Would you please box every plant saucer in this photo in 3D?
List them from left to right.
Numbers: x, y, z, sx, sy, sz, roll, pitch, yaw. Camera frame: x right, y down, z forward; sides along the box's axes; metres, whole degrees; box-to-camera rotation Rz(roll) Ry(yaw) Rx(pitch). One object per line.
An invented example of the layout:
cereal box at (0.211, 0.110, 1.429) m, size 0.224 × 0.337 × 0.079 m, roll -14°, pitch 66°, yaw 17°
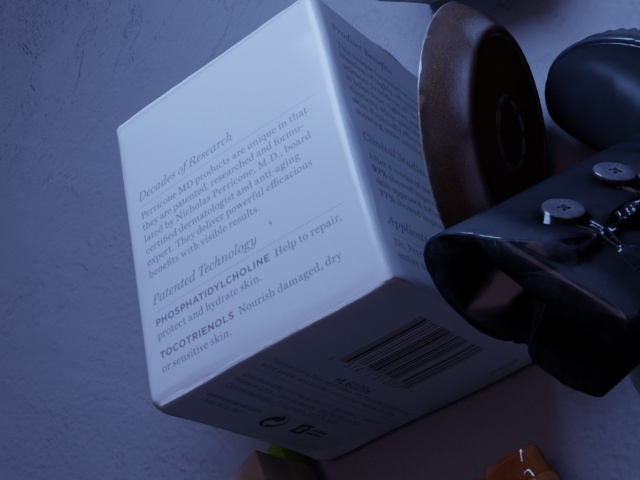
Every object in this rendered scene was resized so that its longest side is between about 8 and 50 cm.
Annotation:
plant saucer at (0.195, -0.117, 1.292) m, size 0.050 × 0.310 × 0.310 m, roll -6°, pitch 67°, yaw 28°

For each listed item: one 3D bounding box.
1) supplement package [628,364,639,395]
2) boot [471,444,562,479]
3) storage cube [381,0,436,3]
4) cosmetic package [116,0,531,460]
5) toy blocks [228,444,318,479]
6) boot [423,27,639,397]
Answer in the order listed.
supplement package at (0.467, 0.119, 1.061) m, size 0.293 × 0.177 × 0.175 m, roll -38°, pitch 51°, yaw 19°
boot at (0.269, 0.311, 1.195) m, size 0.283 × 0.109 × 0.220 m, roll -39°, pitch 47°, yaw 27°
storage cube at (0.153, -0.435, 1.505) m, size 0.184 × 0.215 × 0.193 m, roll -20°, pitch 88°, yaw 29°
cosmetic package at (0.000, 0.000, 1.376) m, size 0.327 × 0.329 × 0.393 m, roll -31°, pitch 54°, yaw 25°
toy blocks at (-0.078, 0.448, 1.357) m, size 0.261 × 0.191 × 0.381 m, roll -51°, pitch 38°, yaw 20°
boot at (0.264, -0.053, 1.147) m, size 0.445 × 0.146 × 0.367 m, roll -34°, pitch 37°, yaw -32°
